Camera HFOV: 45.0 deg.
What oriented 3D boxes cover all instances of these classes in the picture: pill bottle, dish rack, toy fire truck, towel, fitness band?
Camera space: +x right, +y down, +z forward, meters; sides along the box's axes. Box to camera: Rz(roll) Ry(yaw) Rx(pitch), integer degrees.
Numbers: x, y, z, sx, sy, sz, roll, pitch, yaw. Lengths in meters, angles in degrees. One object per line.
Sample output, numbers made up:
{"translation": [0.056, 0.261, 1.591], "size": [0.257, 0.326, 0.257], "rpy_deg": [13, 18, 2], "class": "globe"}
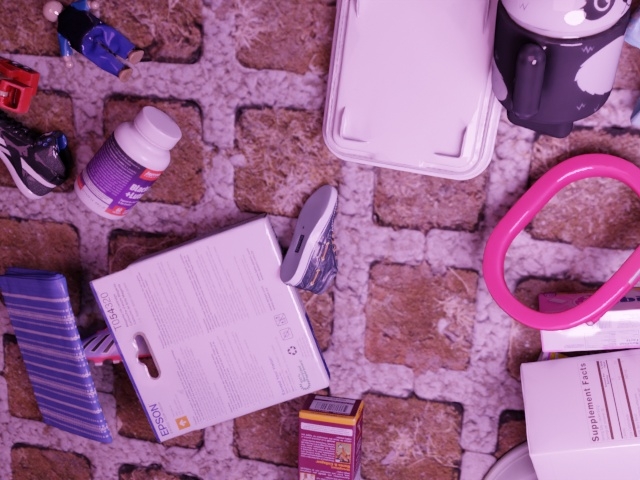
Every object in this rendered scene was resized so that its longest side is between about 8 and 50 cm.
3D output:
{"translation": [-0.329, -0.136, 1.336], "size": [0.108, 0.108, 0.193], "rpy_deg": [45, 111, 0], "class": "pill bottle"}
{"translation": [0.146, -0.264, 1.197], "size": [0.286, 0.072, 0.332], "rpy_deg": [11, 108, 11], "class": "dish rack"}
{"translation": [0.401, 0.211, 1.272], "size": [0.083, 0.043, 0.043], "rpy_deg": [21, 109, 9], "class": "pill bottle"}
{"translation": [-0.566, -0.283, 1.344], "size": [0.192, 0.135, 0.047], "rpy_deg": [23, 109, 8], "class": "toy fire truck"}
{"translation": [-0.503, 0.212, 1.466], "size": [0.243, 0.040, 0.335], "rpy_deg": [0, 108, 44], "class": "towel"}
{"translation": [0.380, 0.004, 1.160], "size": [0.291, 0.054, 0.209], "rpy_deg": [-48, 61, 5], "class": "fitness band"}

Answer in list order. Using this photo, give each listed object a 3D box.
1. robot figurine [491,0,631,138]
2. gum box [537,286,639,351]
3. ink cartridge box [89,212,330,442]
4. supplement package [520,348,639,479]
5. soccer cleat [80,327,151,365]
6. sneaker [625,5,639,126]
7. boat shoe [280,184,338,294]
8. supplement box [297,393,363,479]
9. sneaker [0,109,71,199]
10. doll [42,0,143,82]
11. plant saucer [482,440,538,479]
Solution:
{"translation": [0.326, -0.271, 1.054], "size": [0.174, 0.209, 0.278], "rpy_deg": [-8, 140, 1], "class": "robot figurine"}
{"translation": [0.439, 0.121, 1.203], "size": [0.189, 0.107, 0.062], "rpy_deg": [-5, 104, 16], "class": "gum box"}
{"translation": [-0.189, 0.156, 1.366], "size": [0.330, 0.071, 0.324], "rpy_deg": [-19, 100, 5], "class": "ink cartridge box"}
{"translation": [0.472, 0.287, 1.176], "size": [0.293, 0.175, 0.177], "rpy_deg": [-11, 130, 18], "class": "supplement package"}
{"translation": [-0.357, 0.183, 1.454], "size": [0.248, 0.083, 0.095], "rpy_deg": [-4, 88, 15], "class": "soccer cleat"}
{"translation": [0.494, -0.320, 1.054], "size": [0.150, 0.135, 0.365], "rpy_deg": [2, 104, 11], "class": "sneaker"}
{"translation": [0.000, 0.000, 1.316], "size": [0.065, 0.083, 0.183], "rpy_deg": [22, 89, 52], "class": "boat shoe"}
{"translation": [0.018, 0.384, 1.401], "size": [0.104, 0.081, 0.188], "rpy_deg": [5, 106, 13], "class": "supplement box"}
{"translation": [-0.531, -0.192, 1.397], "size": [0.121, 0.079, 0.216], "rpy_deg": [-28, 105, 17], "class": "sneaker"}
{"translation": [-0.403, -0.350, 1.331], "size": [0.189, 0.046, 0.129], "rpy_deg": [37, 110, 2], "class": "doll"}
{"translation": [0.458, 0.523, 1.314], "size": [0.401, 0.100, 0.400], "rpy_deg": [4, 106, 13], "class": "plant saucer"}
